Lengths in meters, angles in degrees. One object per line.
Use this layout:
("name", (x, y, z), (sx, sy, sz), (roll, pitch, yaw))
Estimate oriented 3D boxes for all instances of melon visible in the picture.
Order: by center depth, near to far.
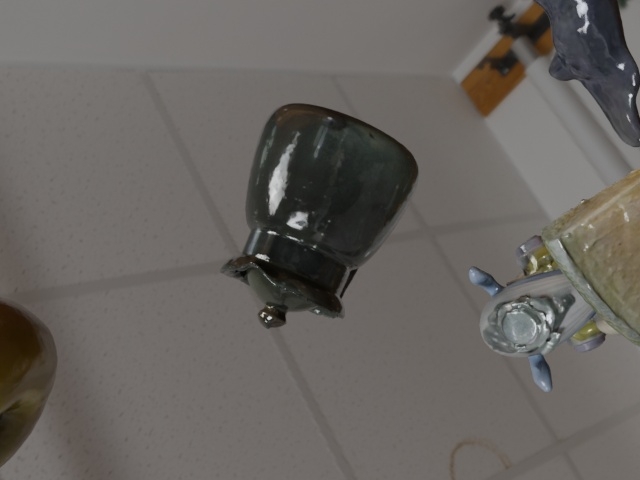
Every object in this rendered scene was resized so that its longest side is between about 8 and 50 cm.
("melon", (0.238, 0.040, 0.576), (0.182, 0.098, 0.054), (54, -158, -10))

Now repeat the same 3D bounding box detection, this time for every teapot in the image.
("teapot", (-0.021, -0.010, 1.158), (0.223, 0.305, 0.285), (24, -99, -5))

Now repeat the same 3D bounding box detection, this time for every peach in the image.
("peach", (-0.414, 0.180, 0.960), (0.153, 0.251, 0.251), (32, -143, 19))

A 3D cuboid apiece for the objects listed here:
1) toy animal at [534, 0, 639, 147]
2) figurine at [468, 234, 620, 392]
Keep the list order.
("toy animal", (0.082, -0.235, 0.440), (0.367, 0.081, 0.206), (63, 175, -36))
("figurine", (0.225, 0.047, 0.757), (0.184, 0.208, 0.128), (-24, -98, -41))
